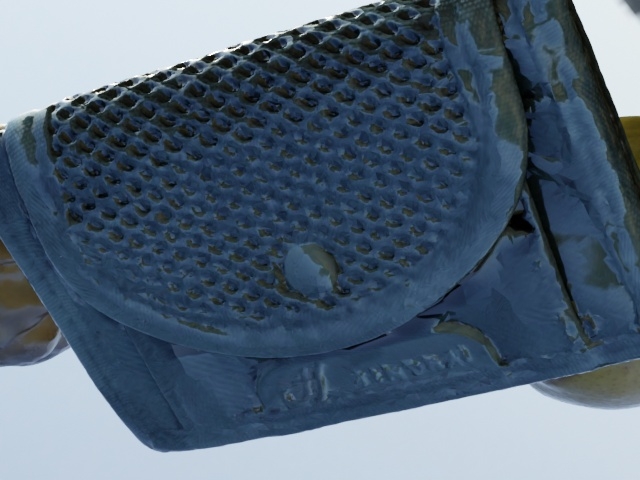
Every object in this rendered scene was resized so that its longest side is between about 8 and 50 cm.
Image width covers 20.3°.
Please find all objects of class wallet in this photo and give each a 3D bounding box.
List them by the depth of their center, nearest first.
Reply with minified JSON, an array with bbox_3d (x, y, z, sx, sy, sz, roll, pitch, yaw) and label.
[{"bbox_3d":[0.000,0.000,0.955,0.075,0.342,0.237,-74,-35,-53],"label":"wallet"}]

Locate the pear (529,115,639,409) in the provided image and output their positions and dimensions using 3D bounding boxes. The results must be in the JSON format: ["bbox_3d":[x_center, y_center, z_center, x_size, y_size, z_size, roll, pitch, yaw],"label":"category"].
[{"bbox_3d":[0.301,0.026,1.824,0.314,0.314,0.314,41,-154,-25],"label":"pear"}]

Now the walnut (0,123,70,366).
[{"bbox_3d":[-0.254,0.006,1.304,0.198,0.245,0.198,15,-109,-52],"label":"walnut"}]
